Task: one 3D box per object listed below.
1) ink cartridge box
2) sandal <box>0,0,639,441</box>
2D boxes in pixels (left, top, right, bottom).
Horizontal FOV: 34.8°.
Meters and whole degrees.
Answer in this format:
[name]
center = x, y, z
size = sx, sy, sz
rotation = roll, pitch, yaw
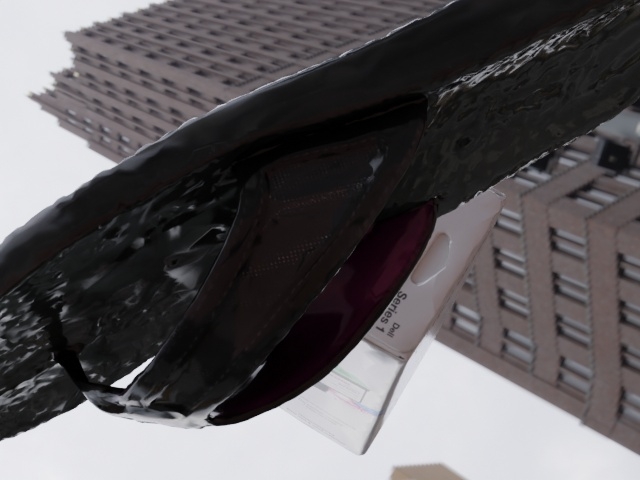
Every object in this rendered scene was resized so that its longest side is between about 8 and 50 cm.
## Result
[ink cartridge box]
center = 0.061, 0.067, 1.016
size = 0.201, 0.117, 0.278
rotation = -55, -11, -27
[sandal]
center = 0.001, -0.002, 0.506
size = 0.446, 0.107, 0.167
rotation = -29, -25, -1
